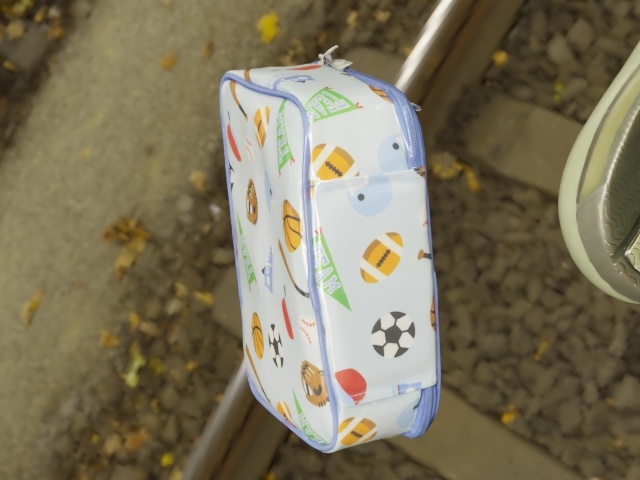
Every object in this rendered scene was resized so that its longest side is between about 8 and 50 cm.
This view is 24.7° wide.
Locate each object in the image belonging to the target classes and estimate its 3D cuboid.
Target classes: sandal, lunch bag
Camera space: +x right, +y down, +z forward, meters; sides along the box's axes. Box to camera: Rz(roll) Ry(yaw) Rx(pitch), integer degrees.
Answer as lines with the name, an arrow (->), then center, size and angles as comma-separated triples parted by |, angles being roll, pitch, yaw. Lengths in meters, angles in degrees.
sandal -> 0.191, -0.091, 0.677 | 0.303, 0.120, 0.086 | -42, 18, -27
lunch bag -> 0.000, 0.000, 1.162 | 0.243, 0.115, 0.303 | -149, 54, -66
